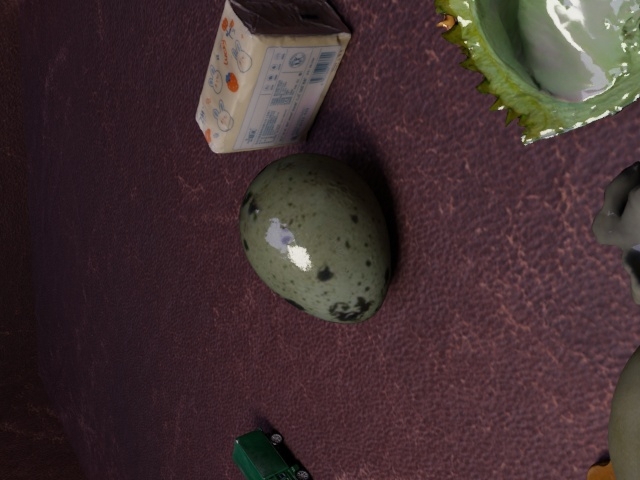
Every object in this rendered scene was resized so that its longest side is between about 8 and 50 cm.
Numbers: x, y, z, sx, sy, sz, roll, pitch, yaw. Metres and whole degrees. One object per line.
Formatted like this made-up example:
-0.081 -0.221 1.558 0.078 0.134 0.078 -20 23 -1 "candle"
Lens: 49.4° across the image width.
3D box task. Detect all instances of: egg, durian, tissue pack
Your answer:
0.000 0.000 0.862 0.228 0.177 0.177 55 144 1 "egg"
0.209 -0.243 0.488 0.198 0.163 0.394 56 136 21 "durian"
-0.067 -0.210 0.898 0.092 0.148 0.196 59 143 27 "tissue pack"

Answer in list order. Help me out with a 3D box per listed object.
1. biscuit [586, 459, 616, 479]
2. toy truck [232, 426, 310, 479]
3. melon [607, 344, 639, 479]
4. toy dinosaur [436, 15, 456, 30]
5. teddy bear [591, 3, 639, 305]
0.308 0.232 0.640 0.140 0.023 0.118 -12 92 57 "biscuit"
-0.083 0.402 1.222 0.147 0.079 0.065 41 134 37 "toy truck"
0.315 0.133 0.386 0.308 0.271 0.272 13 113 43 "melon"
0.086 -0.330 0.705 0.117 0.070 0.288 160 98 -67 "toy dinosaur"
0.263 -0.109 0.303 0.357 0.224 0.367 -39 34 10 "teddy bear"
